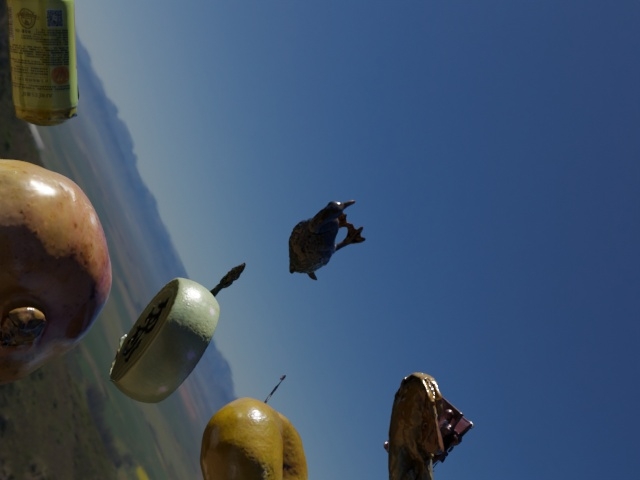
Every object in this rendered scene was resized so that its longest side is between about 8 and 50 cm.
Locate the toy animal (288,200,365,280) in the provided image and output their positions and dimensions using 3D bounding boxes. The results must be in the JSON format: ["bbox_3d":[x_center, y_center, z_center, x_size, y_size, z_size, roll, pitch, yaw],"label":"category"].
[{"bbox_3d":[0.000,0.000,1.832,0.122,0.185,0.298,54,-46,12],"label":"toy animal"}]

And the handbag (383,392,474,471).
[{"bbox_3d":[0.255,0.477,1.799,0.074,0.203,0.216,44,-3,-7],"label":"handbag"}]

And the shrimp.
[{"bbox_3d":[0.106,0.285,0.862,0.117,0.066,0.262,101,-13,-71],"label":"shrimp"}]

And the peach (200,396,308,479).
[{"bbox_3d":[-0.107,0.394,1.251,0.251,0.153,0.251,-24,90,-82],"label":"peach"}]

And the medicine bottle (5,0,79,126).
[{"bbox_3d":[-0.504,-0.327,1.350,0.124,0.124,0.239,-134,-136,-61],"label":"medicine bottle"}]

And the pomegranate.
[{"bbox_3d":[-0.456,0.055,1.044,0.338,0.338,0.338,157,-90,-79],"label":"pomegranate"}]

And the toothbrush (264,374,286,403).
[{"bbox_3d":[-0.102,0.330,1.648,0.008,0.097,0.006,-6,-62,33],"label":"toothbrush"}]

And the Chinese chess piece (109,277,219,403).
[{"bbox_3d":[-0.173,0.109,0.821,0.058,0.144,0.144,36,-1,-20],"label":"Chinese chess piece"}]

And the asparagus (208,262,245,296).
[{"bbox_3d":[-0.208,0.113,1.204,0.022,0.233,0.023,51,-19,-9],"label":"asparagus"}]
